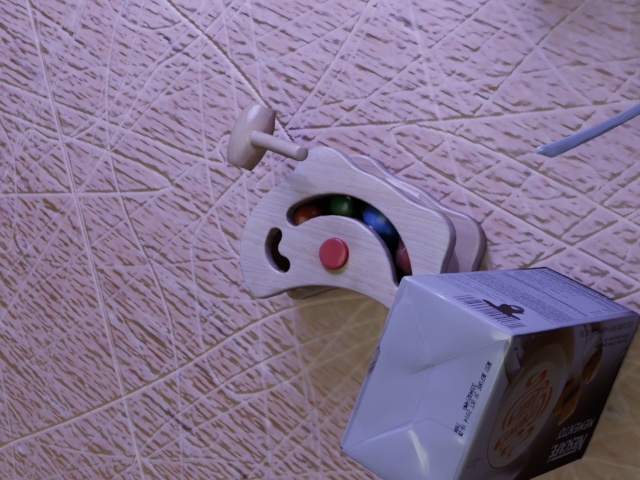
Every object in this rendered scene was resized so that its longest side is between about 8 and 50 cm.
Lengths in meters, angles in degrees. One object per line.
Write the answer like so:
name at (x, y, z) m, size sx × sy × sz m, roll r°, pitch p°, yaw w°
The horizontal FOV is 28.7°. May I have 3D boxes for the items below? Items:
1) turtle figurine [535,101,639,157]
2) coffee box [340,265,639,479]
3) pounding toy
turtle figurine at (0.286, -0.153, 0.892) m, size 0.266 × 0.274 × 0.197 m, roll 12°, pitch 132°, yaw 28°
coffee box at (0.137, 0.105, 0.956) m, size 0.098 × 0.246 × 0.141 m, roll 28°, pitch 105°, yaw 30°
pounding toy at (0.000, 0.000, 1.096) m, size 0.270 × 0.155 × 0.154 m, roll 33°, pitch 104°, yaw 28°
